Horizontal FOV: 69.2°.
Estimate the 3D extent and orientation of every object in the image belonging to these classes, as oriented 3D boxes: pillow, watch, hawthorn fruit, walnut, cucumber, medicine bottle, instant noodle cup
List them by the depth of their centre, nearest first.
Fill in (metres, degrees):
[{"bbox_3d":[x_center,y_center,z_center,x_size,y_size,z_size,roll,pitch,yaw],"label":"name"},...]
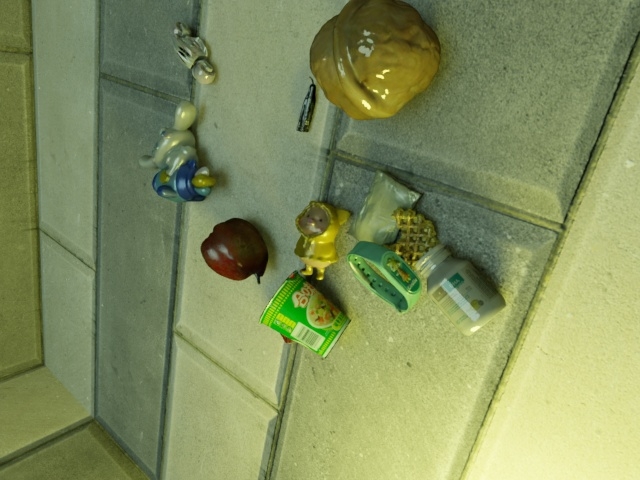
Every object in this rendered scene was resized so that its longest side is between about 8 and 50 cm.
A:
[{"bbox_3d":[0.121,-0.428,1.102,0.296,0.285,0.285,-3,99,43],"label":"walnut"},{"bbox_3d":[0.338,0.116,1.151,0.215,0.135,0.135,51,126,17],"label":"medicine bottle"},{"bbox_3d":[0.176,0.101,1.254,0.237,0.068,0.195,44,158,-8],"label":"watch"},{"bbox_3d":[0.172,-0.070,1.293,0.148,0.050,0.229,40,122,23],"label":"pillow"},{"bbox_3d":[-0.036,-0.404,1.390,0.039,0.043,0.163,-110,35,-63],"label":"cucumber"},{"bbox_3d":[-0.038,0.236,1.426,0.233,0.207,0.207,35,121,8],"label":"instant noodle cup"},{"bbox_3d":[-0.278,0.050,1.585,0.248,0.208,0.208,45,125,7],"label":"hawthorn fruit"}]

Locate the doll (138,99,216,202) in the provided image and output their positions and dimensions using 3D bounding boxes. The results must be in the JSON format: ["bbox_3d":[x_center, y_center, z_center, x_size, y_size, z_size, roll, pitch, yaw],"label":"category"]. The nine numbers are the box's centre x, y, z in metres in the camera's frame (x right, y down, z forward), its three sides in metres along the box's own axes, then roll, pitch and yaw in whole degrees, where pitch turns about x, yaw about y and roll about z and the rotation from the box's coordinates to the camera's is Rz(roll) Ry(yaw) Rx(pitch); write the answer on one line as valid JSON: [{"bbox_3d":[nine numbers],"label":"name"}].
[{"bbox_3d":[-0.537,-0.271,1.715,0.376,0.187,0.365,-47,62,54],"label":"doll"}]

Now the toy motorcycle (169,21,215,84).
[{"bbox_3d":[-0.457,-0.654,1.614,0.112,0.112,0.254,-38,78,37],"label":"toy motorcycle"}]

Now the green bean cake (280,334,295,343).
[{"bbox_3d":[-0.094,0.277,1.580,0.136,0.056,0.135,-30,80,39],"label":"green bean cake"}]

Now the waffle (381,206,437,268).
[{"bbox_3d":[0.225,0.003,1.249,0.149,0.051,0.194,36,127,1],"label":"waffle"}]

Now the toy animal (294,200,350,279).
[{"bbox_3d":[-0.004,-0.002,1.400,0.156,0.156,0.229,19,101,34],"label":"toy animal"}]
